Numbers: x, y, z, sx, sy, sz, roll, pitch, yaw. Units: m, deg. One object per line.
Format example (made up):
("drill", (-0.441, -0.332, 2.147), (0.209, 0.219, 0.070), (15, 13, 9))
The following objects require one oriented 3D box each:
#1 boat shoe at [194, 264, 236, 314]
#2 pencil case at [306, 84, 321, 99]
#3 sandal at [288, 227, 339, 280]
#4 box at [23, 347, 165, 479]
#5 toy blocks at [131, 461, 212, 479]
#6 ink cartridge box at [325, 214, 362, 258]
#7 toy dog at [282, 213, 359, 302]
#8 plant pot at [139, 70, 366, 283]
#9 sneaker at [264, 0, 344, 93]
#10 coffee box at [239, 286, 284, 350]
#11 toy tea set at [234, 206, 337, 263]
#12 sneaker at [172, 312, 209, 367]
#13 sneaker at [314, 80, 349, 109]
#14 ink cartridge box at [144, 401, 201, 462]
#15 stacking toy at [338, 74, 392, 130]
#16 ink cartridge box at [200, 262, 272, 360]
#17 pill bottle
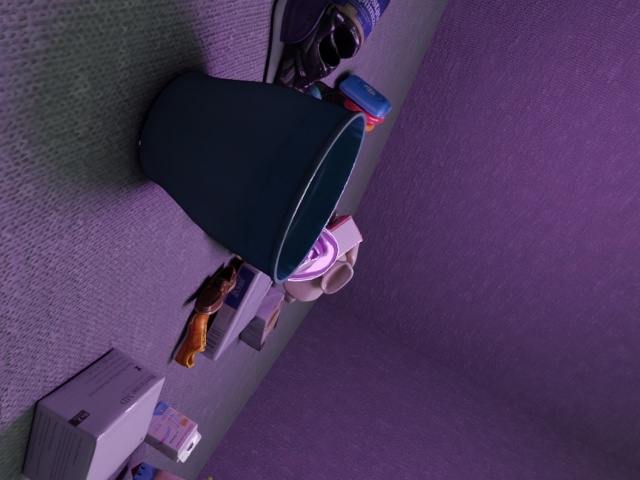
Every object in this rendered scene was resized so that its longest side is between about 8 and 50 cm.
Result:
("boat shoe", (-0.262, 0.119, 1.190), (0.178, 0.064, 0.060), (-61, 169, -59))
("pencil case", (-0.057, -0.291, 1.091), (0.070, 0.064, 0.151), (-2, -131, 53))
("sandal", (-0.083, 0.021, 1.152), (0.417, 0.102, 0.169), (19, 97, -47))
("box", (-0.393, 0.324, 0.834), (0.181, 0.119, 0.181), (-66, 172, 22))
("toy blocks", (-0.491, 0.759, 1.246), (0.381, 0.261, 0.190), (-64, 173, -45))
("ink cartridge box", (0.000, 0.000, 1.434), (0.159, 0.092, 0.218), (-35, -162, -20))
("toy dog", (0.018, 0.074, 2.007), (0.395, 0.285, 0.408), (-66, 173, 29))
("plant pot", (-0.107, -0.112, 0.702), (0.271, 0.255, 0.271), (-61, 171, -16))
("sneaker", (-0.031, -0.331, 0.916), (0.107, 0.124, 0.283), (-57, 170, -30))
("coffee box", (-0.228, 0.298, 1.828), (0.141, 0.098, 0.246), (-55, 169, -39))
("toy tea set", (-0.114, -0.076, 1.302), (0.336, 0.124, 0.199), (-37, 125, -28))
("sneaker", (-0.319, 0.248, 1.229), (0.175, 0.068, 0.064), (-65, 170, 11))
("sneaker", (-0.005, -0.294, 1.190), (0.227, 0.130, 0.087), (-56, 168, -24))
("ink cartridge box", (-0.411, 0.535, 1.314), (0.092, 0.143, 0.089), (-55, 169, -43))
("stacking toy", (0.072, -0.353, 1.503), (0.301, 0.166, 0.175), (-50, -177, 32))
("ink cartridge box", (-0.226, 0.166, 1.479), (0.323, 0.072, 0.330), (-62, 177, 19))
("pill bottle", (0.075, -0.507, 1.008), (0.219, 0.123, 0.122), (-60, 171, -17))
